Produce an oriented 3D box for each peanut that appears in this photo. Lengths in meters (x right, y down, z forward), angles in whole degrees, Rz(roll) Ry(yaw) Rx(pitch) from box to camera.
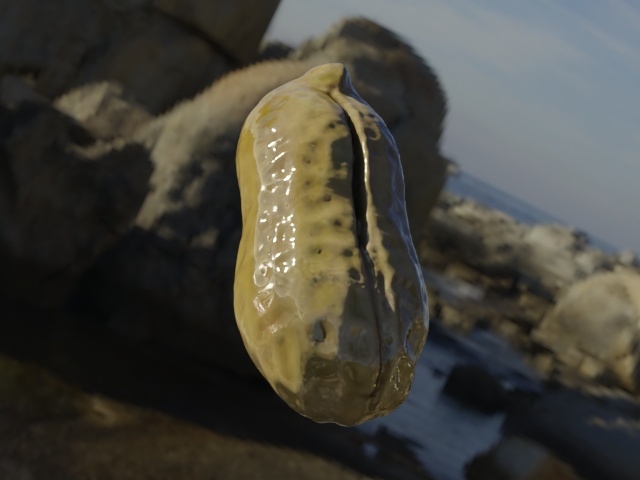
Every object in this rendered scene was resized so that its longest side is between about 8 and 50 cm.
[{"bbox_3d":[0.000,0.000,0.650,0.080,0.080,0.174,24,43,-31],"label":"peanut"}]
